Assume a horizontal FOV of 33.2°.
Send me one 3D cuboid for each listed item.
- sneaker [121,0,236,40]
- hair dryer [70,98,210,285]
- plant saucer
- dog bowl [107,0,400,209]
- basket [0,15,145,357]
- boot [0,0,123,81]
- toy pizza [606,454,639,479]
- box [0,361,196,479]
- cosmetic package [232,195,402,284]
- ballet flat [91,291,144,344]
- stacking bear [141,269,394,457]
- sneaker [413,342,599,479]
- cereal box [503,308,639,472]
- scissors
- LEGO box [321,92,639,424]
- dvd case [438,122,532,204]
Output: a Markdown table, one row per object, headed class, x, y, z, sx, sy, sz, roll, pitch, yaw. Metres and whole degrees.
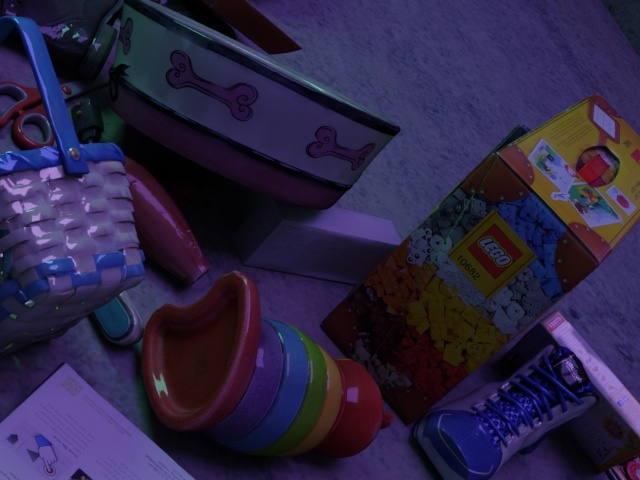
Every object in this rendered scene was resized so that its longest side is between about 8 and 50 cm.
| class | x | y | z | sx | sy | sz | roll | pitch | yaw |
| --- | --- | --- | --- | --- | --- | --- | --- | --- | --- |
| sneaker | -0.227 | -0.335 | 1.697 | 0.228 | 0.087 | 0.130 | 31 | 26 | -29 |
| hair dryer | -0.203 | -0.066 | 1.404 | 0.224 | 0.080 | 0.293 | 17 | 42 | -40 |
| plant saucer | -0.180 | -0.409 | 1.772 | 0.258 | 0.047 | 0.259 | 41 | 6 | 28 |
| dog bowl | -0.105 | -0.180 | 1.459 | 0.408 | 0.150 | 0.408 | 26 | 8 | -4 |
| basket | -0.317 | -0.047 | 1.083 | 0.201 | 0.255 | 0.288 | -6 | 67 | -49 |
| boot | -0.399 | -0.347 | 1.517 | 0.229 | 0.091 | 0.263 | 25 | 32 | -21 |
| toy pizza | 0.532 | 0.366 | 1.764 | 0.201 | 0.032 | 0.201 | 30 | 33 | -22 |
| box | -0.242 | 0.276 | 0.967 | 0.232 | 0.058 | 0.322 | 42 | 30 | -1 |
| cosmetic package | 0.000 | 0.000 | 1.538 | 0.239 | 0.099 | 0.060 | 12 | 43 | -42 |
| ballet flat | -0.256 | 0.052 | 1.240 | 0.168 | 0.057 | 0.052 | 59 | 7 | 19 |
| stacking bear | -0.041 | 0.172 | 1.235 | 0.289 | 0.175 | 0.164 | 26 | 50 | -41 |
| sneaker | 0.275 | 0.226 | 1.496 | 0.316 | 0.182 | 0.127 | -9 | 57 | -53 |
| cereal box | 0.398 | 0.233 | 1.648 | 0.047 | 0.173 | 0.240 | -33 | 77 | -22 |
| scissors | -0.362 | -0.204 | 1.447 | 0.109 | 0.021 | 0.297 | 38 | 32 | -9 |
| LEGO box | 0.279 | 0.007 | 1.584 | 0.193 | 0.372 | 0.500 | 48 | 32 | 8 |
| dvd case | 0.343 | -0.086 | 1.915 | 0.165 | 0.221 | 0.018 | 34 | 32 | -15 |
